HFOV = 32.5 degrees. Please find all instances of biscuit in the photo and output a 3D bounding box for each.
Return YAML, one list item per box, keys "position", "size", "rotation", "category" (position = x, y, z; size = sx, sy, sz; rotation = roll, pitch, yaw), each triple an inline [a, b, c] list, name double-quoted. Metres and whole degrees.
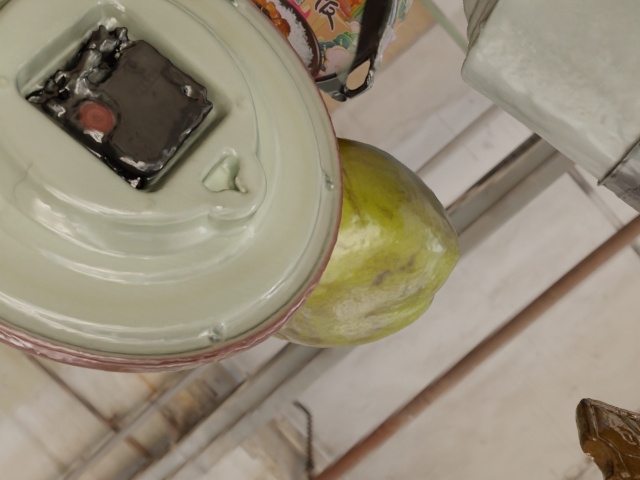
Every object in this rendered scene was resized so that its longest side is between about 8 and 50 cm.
- position: [0.371, 0.265, 1.201]
  size: [0.034, 0.182, 0.215]
  rotation: [-53, -145, 26]
  category: "biscuit"

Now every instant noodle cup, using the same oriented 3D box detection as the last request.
- position: [0.015, -0.340, 1.456]
  size: [0.258, 0.302, 0.181]
  rotation: [-15, -172, 31]
  category: "instant noodle cup"

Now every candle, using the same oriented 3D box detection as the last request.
- position: [0.262, -0.186, 1.021]
  size: [0.221, 0.342, 0.221]
  rotation: [-50, 172, -10]
  category: "candle"

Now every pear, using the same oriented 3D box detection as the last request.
- position: [0.000, 0.000, 1.299]
  size: [0.269, 0.321, 0.269]
  rotation: [-169, -90, -80]
  category: "pear"

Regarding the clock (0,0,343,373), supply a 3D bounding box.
- position: [-0.124, -0.071, 0.656]
  size: [0.080, 0.318, 0.318]
  rotation: [-45, -176, 47]
  category: "clock"
